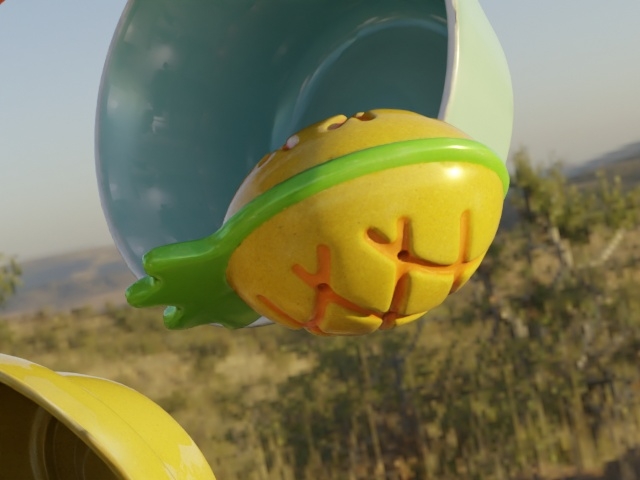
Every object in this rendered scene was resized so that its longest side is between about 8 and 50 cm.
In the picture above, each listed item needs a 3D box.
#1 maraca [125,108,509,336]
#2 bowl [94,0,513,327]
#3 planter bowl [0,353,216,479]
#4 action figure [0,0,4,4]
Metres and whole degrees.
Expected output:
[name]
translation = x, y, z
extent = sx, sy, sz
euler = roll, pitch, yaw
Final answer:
[maraca]
translation = 0.000, 0.000, 0.655
extent = 0.186, 0.099, 0.127
euler = -22, -28, 12
[bowl]
translation = 0.007, -0.084, 0.958
extent = 0.311, 0.311, 0.163
euler = -10, -17, 37
[planter bowl]
translation = -0.106, 0.125, 0.597
extent = 0.217, 0.217, 0.090
euler = -10, 17, 37
[action figure]
translation = -0.293, -0.055, 0.574
extent = 0.370, 0.275, 0.248
euler = -34, 24, -4
